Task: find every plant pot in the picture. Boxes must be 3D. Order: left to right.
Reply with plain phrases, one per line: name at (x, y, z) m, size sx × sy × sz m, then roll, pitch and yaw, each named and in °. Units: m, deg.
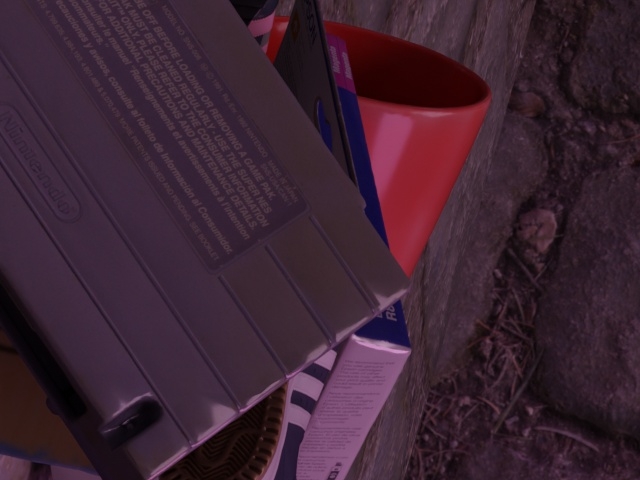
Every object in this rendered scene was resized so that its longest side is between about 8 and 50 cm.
plant pot at (0.014, -0.068, 1.807) m, size 0.275 × 0.275 × 0.243 m, roll -44°, pitch 150°, yaw -67°

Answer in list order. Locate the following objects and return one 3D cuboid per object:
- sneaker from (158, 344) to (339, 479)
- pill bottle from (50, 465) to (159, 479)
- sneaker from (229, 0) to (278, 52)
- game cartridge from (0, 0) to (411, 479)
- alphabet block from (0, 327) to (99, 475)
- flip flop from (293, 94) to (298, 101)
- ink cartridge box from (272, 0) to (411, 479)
sneaker at (-0.036, 0.114, 1.232) m, size 0.282 × 0.099 × 0.153 m, roll -65°, pitch 160°, yaw -44°
pill bottle at (-0.129, 0.177, 1.582) m, size 0.264 × 0.153 × 0.153 m, roll -5°, pitch 105°, yaw -76°
sneaker at (-0.101, -0.175, 1.594) m, size 0.131 × 0.112 × 0.319 m, roll 113°, pitch -6°, yaw -84°
game cartridge at (-0.124, -0.061, 1.030) m, size 0.230 × 0.355 × 0.068 m, roll -33°, pitch 179°, yaw -38°
alphabet block at (-0.176, 0.029, 1.219) m, size 0.192 × 0.193 × 0.197 m, roll -28°, pitch 126°, yaw -74°
flip flop at (-0.052, 0.008, 1.131) m, size 0.112 × 0.080 × 0.277 m, roll 84°, pitch 24°, yaw -44°
ink cartridge box at (0.000, 0.000, 1.490) m, size 0.330 × 0.071 × 0.324 m, roll 116°, pitch -29°, yaw -49°
